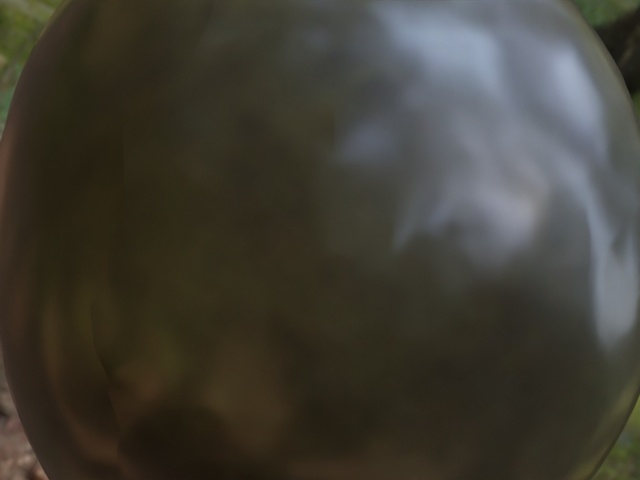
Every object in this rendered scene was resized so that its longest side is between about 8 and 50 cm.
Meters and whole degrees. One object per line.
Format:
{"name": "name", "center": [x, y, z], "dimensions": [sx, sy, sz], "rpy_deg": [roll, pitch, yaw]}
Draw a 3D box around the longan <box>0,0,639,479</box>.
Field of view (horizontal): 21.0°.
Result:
{"name": "longan", "center": [0.003, 0.001, 0.716], "dimensions": [0.297, 0.297, 0.297], "rpy_deg": [27, 23, -13]}
